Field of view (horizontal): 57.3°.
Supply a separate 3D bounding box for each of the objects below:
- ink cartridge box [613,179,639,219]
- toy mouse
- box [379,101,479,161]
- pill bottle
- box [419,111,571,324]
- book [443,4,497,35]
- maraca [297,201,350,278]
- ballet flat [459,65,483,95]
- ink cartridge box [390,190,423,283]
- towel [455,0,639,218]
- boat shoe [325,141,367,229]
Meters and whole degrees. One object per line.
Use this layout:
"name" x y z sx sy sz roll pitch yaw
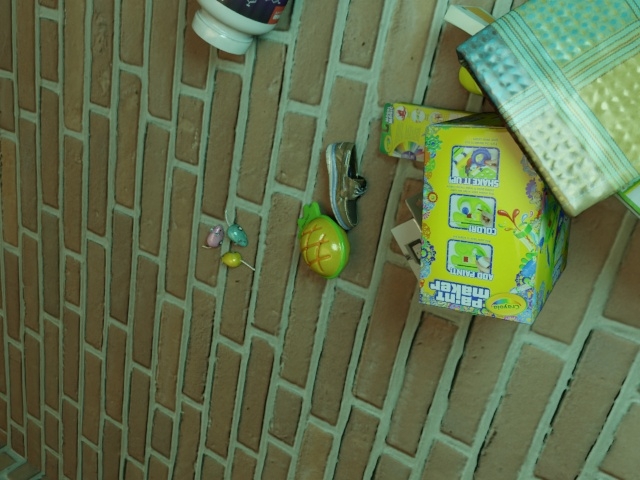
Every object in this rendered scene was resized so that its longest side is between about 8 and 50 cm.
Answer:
"ink cartridge box" 0.501 -0.046 0.821 0.189 0.255 0.097 36 113 -18
"toy mouse" -0.236 -0.003 1.445 0.161 0.031 0.143 10 110 29
"box" 0.201 -0.201 1.110 0.179 0.043 0.105 15 113 25
"pill bottle" -0.129 -0.532 1.127 0.181 0.181 0.323 43 123 14
"box" 0.297 -0.057 0.944 0.177 0.290 0.279 8 108 30
"book" 0.271 -0.348 0.959 0.096 0.144 0.035 39 121 17
"maraca" 0.000 0.000 1.266 0.185 0.099 0.127 56 132 35
"ballet flat" 0.336 -0.266 0.984 0.231 0.077 0.077 21 115 25
"ink cartridge box" 0.204 0.002 1.132 0.060 0.104 0.180 -30 88 36
"towel" 0.395 -0.231 0.732 0.370 0.040 0.271 -32 84 2
"boat shoe" 0.058 -0.113 1.209 0.066 0.066 0.183 -6 102 31
